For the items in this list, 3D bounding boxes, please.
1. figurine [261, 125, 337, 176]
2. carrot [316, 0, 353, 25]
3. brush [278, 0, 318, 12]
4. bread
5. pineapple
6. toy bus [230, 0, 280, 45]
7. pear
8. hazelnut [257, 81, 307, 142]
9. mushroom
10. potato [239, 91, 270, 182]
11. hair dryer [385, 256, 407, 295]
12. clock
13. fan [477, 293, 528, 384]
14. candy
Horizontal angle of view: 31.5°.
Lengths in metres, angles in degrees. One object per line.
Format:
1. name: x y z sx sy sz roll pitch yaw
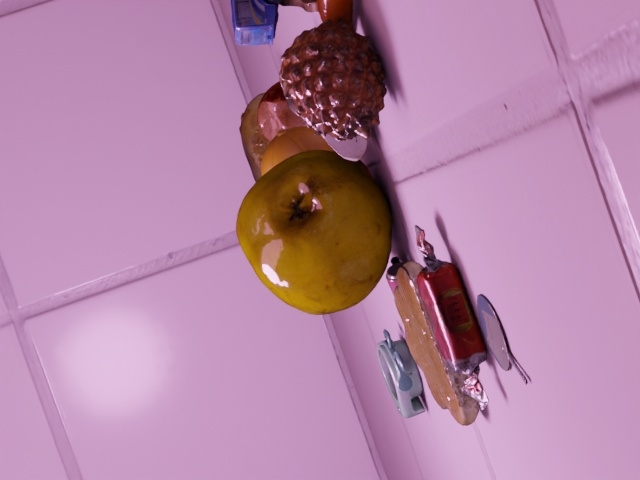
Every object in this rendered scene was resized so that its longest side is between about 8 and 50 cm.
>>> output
1. figurine: -0.006 -0.118 2.312 0.257 0.192 0.167 46 142 8
2. carrot: 0.025 -0.351 1.736 0.271 0.062 0.066 80 164 -64
3. brush: -0.032 -0.439 1.983 0.327 0.070 0.065 -129 30 -69
4. bread: 0.192 0.170 1.918 0.207 0.056 0.286 163 87 -81
5. pineapple: 0.029 -0.226 1.691 0.193 0.166 0.166 60 171 22
6. toy bus: -0.123 -0.464 2.021 0.079 0.094 0.236 118 146 -67
7. pear: 0.000 0.000 2.101 0.375 0.287 0.287 74 175 -66
8. hazelnut: -0.068 -0.284 2.529 0.143 0.143 0.154 -121 21 -63
9. mushroom: -0.001 -0.244 2.030 0.328 0.122 0.159 -125 25 -71
10. potato: -0.091 -0.209 2.720 0.210 0.173 0.307 90 157 -78
11. hair dryer: 0.151 0.069 2.080 0.154 0.054 0.106 -100 -10 -61
12. clock: 0.172 0.282 2.450 0.188 0.060 0.148 77 172 -46
13. fan: 0.249 0.144 1.560 0.175 0.005 0.113 -116 9 -58
14. candy: 0.195 0.113 1.696 0.086 0.059 0.292 165 85 -81
